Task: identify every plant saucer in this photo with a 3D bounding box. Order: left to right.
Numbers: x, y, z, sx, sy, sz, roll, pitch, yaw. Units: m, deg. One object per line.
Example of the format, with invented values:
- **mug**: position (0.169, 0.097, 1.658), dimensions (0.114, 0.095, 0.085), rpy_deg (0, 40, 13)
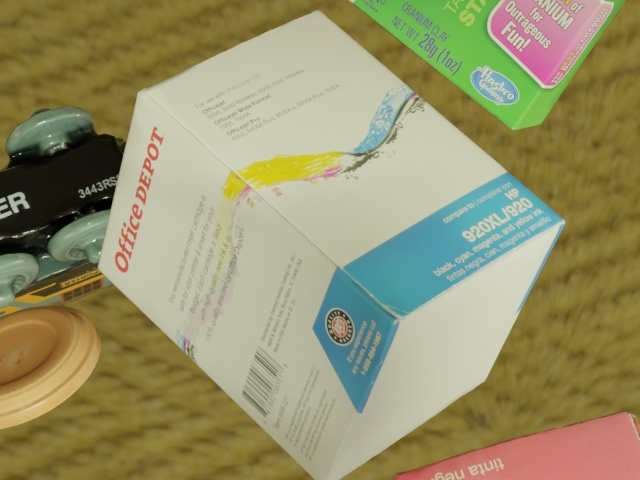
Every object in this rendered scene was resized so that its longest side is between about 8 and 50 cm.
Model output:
- **plant saucer**: position (-0.147, 0.059, 0.949), dimensions (0.083, 0.083, 0.013), rpy_deg (-20, 123, 3)

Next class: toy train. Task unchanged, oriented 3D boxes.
- **toy train**: position (-0.282, 0.009, 1.632), dimensions (0.334, 0.190, 0.142), rpy_deg (-23, 72, -12)

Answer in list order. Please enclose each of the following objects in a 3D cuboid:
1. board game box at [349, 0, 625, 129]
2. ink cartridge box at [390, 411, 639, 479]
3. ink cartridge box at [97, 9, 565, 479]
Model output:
- **board game box**: position (0.150, -0.280, 1.465), dimensions (0.242, 0.064, 0.316), rpy_deg (39, 112, 15)
- **ink cartridge box**: position (0.124, 0.251, 0.861), dimensions (0.117, 0.207, 0.283), rpy_deg (-14, 59, -4)
- **ink cartridge box**: position (0.000, 0.000, 1.282), dimensions (0.233, 0.171, 0.168), rpy_deg (43, 48, 21)
